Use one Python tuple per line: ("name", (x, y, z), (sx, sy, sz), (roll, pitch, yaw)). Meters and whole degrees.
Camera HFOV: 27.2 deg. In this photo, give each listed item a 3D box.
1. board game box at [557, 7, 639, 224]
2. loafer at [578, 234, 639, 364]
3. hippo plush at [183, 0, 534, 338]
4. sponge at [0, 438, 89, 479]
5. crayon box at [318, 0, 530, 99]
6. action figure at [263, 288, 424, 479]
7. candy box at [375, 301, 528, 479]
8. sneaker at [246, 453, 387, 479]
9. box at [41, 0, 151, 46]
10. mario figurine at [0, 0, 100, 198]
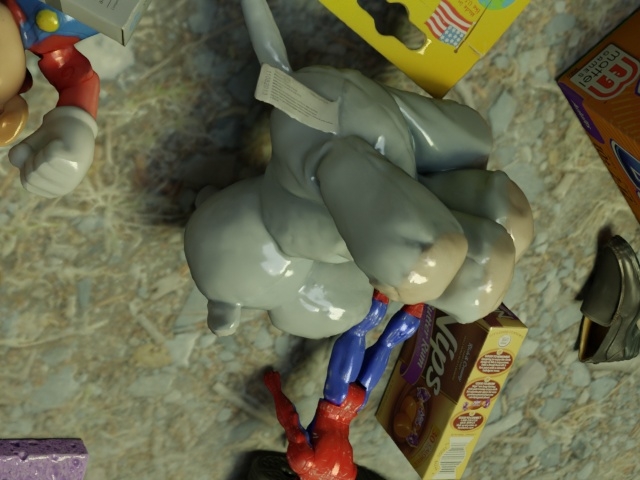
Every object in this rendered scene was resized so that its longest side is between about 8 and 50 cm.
("board game box", (0.516, -0.079, 1.242), (0.356, 0.356, 0.356), (-41, 132, 0))
("loafer", (0.310, 0.070, 1.423), (0.061, 0.062, 0.170), (-18, 127, -13))
("hippo plush", (0.000, 0.000, 1.043), (0.294, 0.234, 0.236), (23, 128, -34))
("sponge", (-0.322, 0.232, 1.186), (0.210, 0.031, 0.117), (6, 117, -32))
("crayon box", (0.125, -0.292, 1.054), (0.318, 0.081, 0.202), (-49, 132, 7))
("action figure", (0.008, 0.129, 1.280), (0.091, 0.139, 0.280), (26, 83, -36))
("candy box", (0.129, 0.135, 1.328), (0.053, 0.109, 0.187), (3, 119, -31))
("sneaker", (0.002, 0.304, 1.388), (0.227, 0.087, 0.130), (15, 114, -33))
("box", (-0.173, -0.231, 0.847), (0.186, 0.038, 0.145), (28, 76, -1))
("mario figurine", (-0.194, -0.162, 0.892), (0.320, 0.198, 0.170), (-41, 144, -5))
